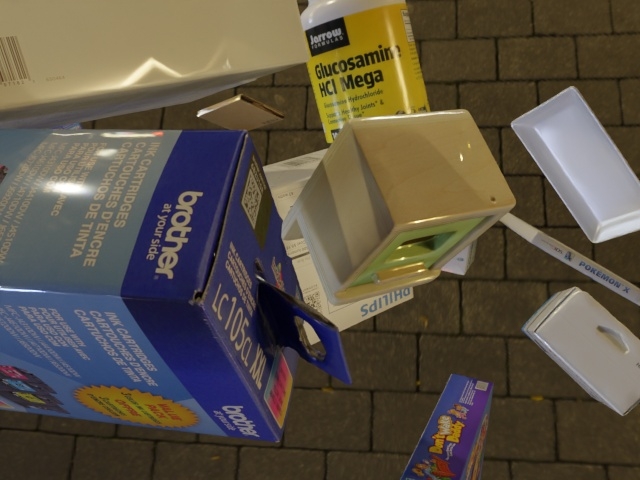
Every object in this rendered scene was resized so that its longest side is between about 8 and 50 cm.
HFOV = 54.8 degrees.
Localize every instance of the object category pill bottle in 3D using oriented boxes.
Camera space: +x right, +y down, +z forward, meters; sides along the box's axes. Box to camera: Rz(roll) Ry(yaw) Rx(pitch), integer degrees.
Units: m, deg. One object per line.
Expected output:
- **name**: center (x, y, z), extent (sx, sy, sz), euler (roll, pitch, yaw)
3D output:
- **pill bottle**: center (0.069, -0.309, 1.051), extent (0.188, 0.188, 0.334), euler (-16, 103, 2)

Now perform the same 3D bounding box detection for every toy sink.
- **toy sink**: center (0.071, -0.019, 0.684), extent (0.153, 0.234, 0.131), euler (-10, 67, -28)

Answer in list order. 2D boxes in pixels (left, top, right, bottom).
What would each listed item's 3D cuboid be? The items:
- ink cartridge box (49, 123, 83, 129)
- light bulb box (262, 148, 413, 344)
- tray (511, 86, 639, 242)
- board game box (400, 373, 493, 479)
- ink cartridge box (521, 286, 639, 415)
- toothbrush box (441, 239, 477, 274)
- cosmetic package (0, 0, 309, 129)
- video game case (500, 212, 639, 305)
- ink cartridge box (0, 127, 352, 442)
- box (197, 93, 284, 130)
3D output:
- **ink cartridge box**: center (-0.441, -0.293, 0.966), extent (0.065, 0.186, 0.311), euler (-5, 113, 10)
- **light bulb box**: center (0.000, 0.000, 1.411), extent (0.358, 0.225, 0.361), euler (-20, 112, -32)
- **tray**: center (0.456, -0.126, 1.056), extent (0.030, 0.145, 0.270), euler (-38, 95, -32)
- **board game box**: center (0.203, 0.402, 1.001), extent (0.078, 0.347, 0.233), euler (9, 107, 22)
- **ink cartridge box**: center (0.344, 0.137, 0.799), extent (0.082, 0.191, 0.139), euler (-46, 75, 6)
- **toothbrush box**: center (0.256, -0.053, 1.574), extent (0.283, 0.122, 0.206), euler (12, 112, 23)
- **cosmetic package**: center (-0.246, -0.190, 0.682), extent (0.377, 0.284, 0.097), euler (-22, 102, -39)
- **video game case**: center (0.601, 0.029, 1.519), extent (0.300, 0.329, 0.036), euler (29, 102, -5)
- **ink cartridge box**: center (-0.170, 0.046, 0.515), extent (0.395, 0.270, 0.151), euler (1, 55, 11)
- **box**: center (-0.231, -0.363, 1.782), extent (0.201, 0.164, 0.021), euler (-6, 74, 44)
